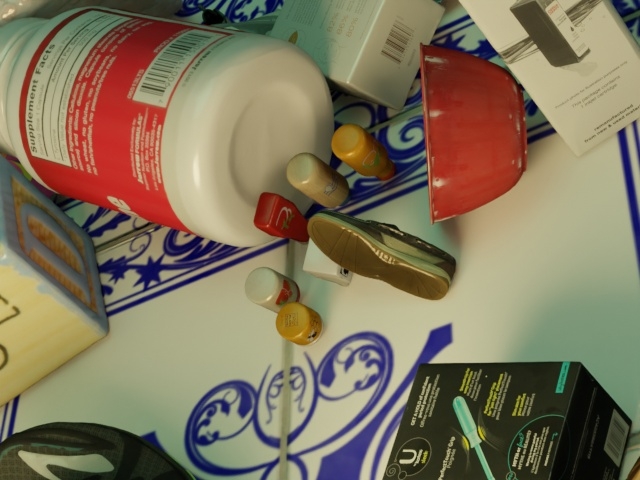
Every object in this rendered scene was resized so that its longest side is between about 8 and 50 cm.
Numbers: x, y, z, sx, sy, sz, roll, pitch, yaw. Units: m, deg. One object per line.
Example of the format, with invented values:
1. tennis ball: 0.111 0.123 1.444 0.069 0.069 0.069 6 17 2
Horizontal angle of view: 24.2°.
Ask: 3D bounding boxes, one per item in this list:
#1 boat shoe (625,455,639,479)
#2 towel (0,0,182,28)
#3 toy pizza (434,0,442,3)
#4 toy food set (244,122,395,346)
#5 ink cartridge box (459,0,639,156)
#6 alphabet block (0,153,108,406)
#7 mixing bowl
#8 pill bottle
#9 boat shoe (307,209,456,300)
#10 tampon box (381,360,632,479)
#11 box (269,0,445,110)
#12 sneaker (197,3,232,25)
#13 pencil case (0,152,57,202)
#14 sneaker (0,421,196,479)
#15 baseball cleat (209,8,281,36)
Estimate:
1. boat shoe: 0.261 0.221 1.125 0.089 0.104 0.285 32 82 12
2. towel: -0.353 -0.260 1.932 0.332 0.317 0.053 -39 77 5
3. toy pizza: 0.133 -0.340 1.775 0.201 0.032 0.201 -22 45 24
4. toy food set: 0.000 0.000 1.562 0.111 0.104 0.232 7 78 29
5. ink cartridge box: 0.200 -0.243 1.438 0.114 0.273 0.197 -34 40 12
6. alphabet block: -0.389 0.054 1.750 0.197 0.192 0.193 -33 38 11
7. mixing bowl: 0.150 -0.108 1.467 0.098 0.181 0.181 -4 48 4
8. pill bottle: -0.204 -0.142 1.691 0.408 0.229 0.229 16 67 38
9. boat shoe: 0.061 0.008 1.470 0.049 0.152 0.056 -58 -7 -42
10. tampon box: 0.155 0.175 1.239 0.161 0.101 0.120 -5 52 39
11. box: 0.035 -0.236 1.695 0.170 0.091 0.130 25 92 49
12. sneaker: -0.142 -0.281 1.929 0.098 0.069 0.038 16 67 47
13. pencil case: -0.380 -0.078 1.935 0.104 0.104 0.236 -4 53 38
14. sneaker: -0.188 0.279 1.362 0.185 0.202 0.483 -50 39 -8
15. baseball cleat: -0.095 -0.223 1.802 0.206 0.072 0.109 -22 40 1
